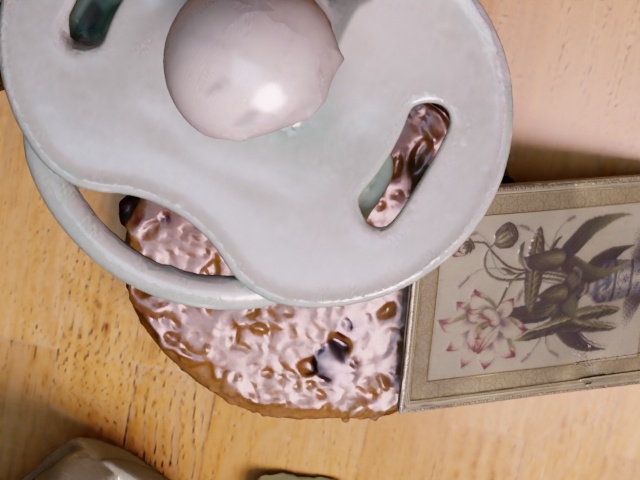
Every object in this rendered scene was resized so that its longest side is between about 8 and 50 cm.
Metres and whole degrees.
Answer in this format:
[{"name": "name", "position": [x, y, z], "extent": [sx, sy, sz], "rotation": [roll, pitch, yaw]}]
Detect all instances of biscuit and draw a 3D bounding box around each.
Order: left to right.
[{"name": "biscuit", "position": [0.000, 0.000, 1.151], "extent": [0.296, 0.075, 0.296], "rotation": [0, 103, -1]}]

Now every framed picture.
[{"name": "framed picture", "position": [0.165, 0.037, 1.141], "extent": [0.231, 0.010, 0.173], "rotation": [-6, 111, -23]}]

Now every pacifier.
[{"name": "pacifier", "position": [-0.049, -0.091, 0.957], "extent": [0.343, 0.269, 0.288], "rotation": [29, 92, 0]}]

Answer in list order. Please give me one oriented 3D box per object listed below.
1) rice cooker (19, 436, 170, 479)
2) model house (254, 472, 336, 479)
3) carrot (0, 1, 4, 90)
[{"name": "rice cooker", "position": [-0.177, 0.314, 1.163], "extent": [0.277, 0.288, 0.288], "rotation": [-40, 103, 12]}, {"name": "model house", "position": [-0.020, 0.235, 1.245], "extent": [0.079, 0.066, 0.083], "rotation": [3, 126, -10]}, {"name": "carrot", "position": [-0.188, -0.156, 1.113], "extent": [0.229, 0.069, 0.069], "rotation": [-23, 106, 10]}]
